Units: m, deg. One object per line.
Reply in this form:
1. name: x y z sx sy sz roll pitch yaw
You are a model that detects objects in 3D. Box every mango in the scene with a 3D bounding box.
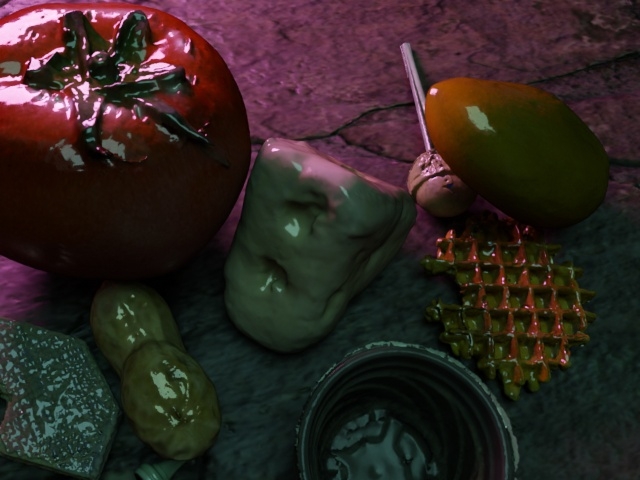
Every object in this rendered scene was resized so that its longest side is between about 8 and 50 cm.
1. mango: 0.264 -0.107 0.958 0.331 0.142 0.195 0 58 -49

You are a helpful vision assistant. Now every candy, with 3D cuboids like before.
1. candy: 0.153 -0.175 1.074 0.092 0.093 0.336 26 44 -38

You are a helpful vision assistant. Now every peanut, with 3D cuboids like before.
1. peanut: -0.182 0.135 0.807 0.098 0.103 0.229 -6 45 -40

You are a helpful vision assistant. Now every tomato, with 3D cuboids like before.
1. tomato: -0.235 -0.098 0.824 0.341 0.273 0.341 6 49 -7

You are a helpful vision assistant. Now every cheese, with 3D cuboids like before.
1. cheese: -0.001 -0.001 0.909 0.173 0.251 0.248 29 23 19

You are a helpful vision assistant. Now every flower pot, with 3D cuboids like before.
1. flower pot: 0.077 0.236 0.794 0.235 0.140 0.235 4 63 -8

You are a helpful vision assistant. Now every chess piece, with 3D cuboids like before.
1. chess piece: -0.152 0.237 0.806 0.093 0.042 0.042 -34 73 -31

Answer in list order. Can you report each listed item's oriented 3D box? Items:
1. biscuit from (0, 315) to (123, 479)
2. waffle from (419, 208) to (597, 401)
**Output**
1. biscuit: -0.335 0.161 0.803 0.250 0.046 0.147 18 60 -2
2. waffle: 0.243 0.073 0.967 0.231 0.051 0.228 -38 75 -27
